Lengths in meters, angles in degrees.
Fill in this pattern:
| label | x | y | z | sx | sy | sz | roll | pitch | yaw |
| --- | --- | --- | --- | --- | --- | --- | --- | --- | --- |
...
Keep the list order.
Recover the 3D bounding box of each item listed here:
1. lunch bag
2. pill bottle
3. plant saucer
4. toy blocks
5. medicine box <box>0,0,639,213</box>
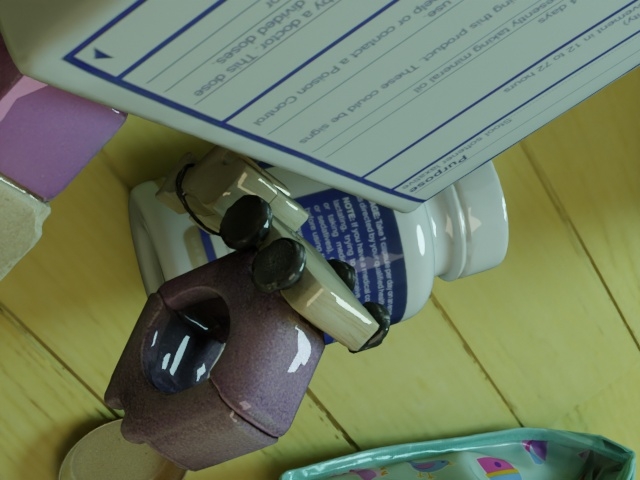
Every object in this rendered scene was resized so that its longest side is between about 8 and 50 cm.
| label | x | y | z | sx | sy | sz | roll | pitch | yaw |
| --- | --- | --- | --- | --- | --- | --- | --- | --- | --- |
| lunch bag | 0.096 | 0.252 | 0.938 | 0.262 | 0.160 | 0.223 | -8 | 123 | -33 |
| pill bottle | 0.000 | 0.000 | 0.743 | 0.187 | 0.112 | 0.112 | -16 | 128 | -14 |
| plant saucer | -0.122 | 0.137 | 0.845 | 0.083 | 0.015 | 0.083 | -13 | 128 | -17 |
| toy blocks | -0.202 | -0.012 | 0.534 | 0.260 | 0.288 | 0.309 | -47 | 132 | 6 |
| medicine box | 0.053 | -0.153 | 0.479 | 0.263 | 0.149 | 0.289 | -32 | 161 | 19 |
